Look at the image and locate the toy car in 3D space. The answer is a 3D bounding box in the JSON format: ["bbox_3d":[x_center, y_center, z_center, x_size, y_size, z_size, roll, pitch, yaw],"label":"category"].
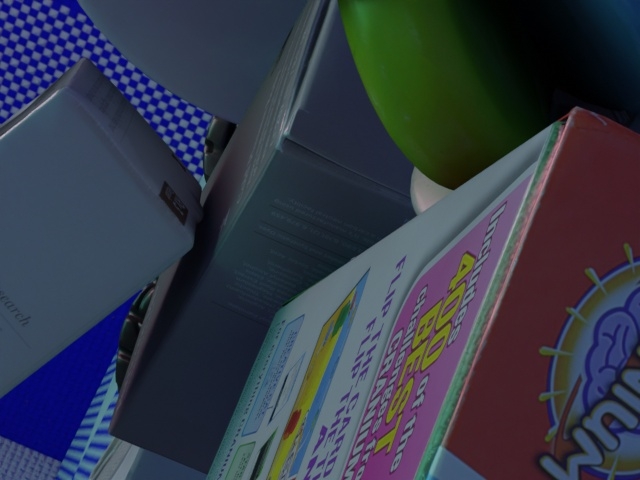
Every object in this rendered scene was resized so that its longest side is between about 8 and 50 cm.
[{"bbox_3d":[0.067,-0.094,0.470,0.136,0.159,0.182,-16,37,30],"label":"toy car"}]

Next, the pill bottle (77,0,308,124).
[{"bbox_3d":[0.031,-0.259,0.840,0.224,0.224,0.392,123,168,-52],"label":"pill bottle"}]

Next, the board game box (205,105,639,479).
[{"bbox_3d":[0.000,0.117,0.459,0.316,0.064,0.242,143,150,-75],"label":"board game box"}]

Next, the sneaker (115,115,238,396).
[{"bbox_3d":[-0.054,0.019,1.178,0.267,0.101,0.106,-66,-15,2],"label":"sneaker"}]

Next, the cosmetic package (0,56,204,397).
[{"bbox_3d":[-0.161,0.029,0.685,0.231,0.085,0.117,-39,11,4],"label":"cosmetic package"}]

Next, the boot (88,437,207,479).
[{"bbox_3d":[-0.093,0.157,0.975,0.258,0.095,0.123,-54,5,20],"label":"boot"}]

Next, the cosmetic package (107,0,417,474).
[{"bbox_3d":[0.000,0.000,0.705,0.238,0.107,0.127,-52,17,49],"label":"cosmetic package"}]
